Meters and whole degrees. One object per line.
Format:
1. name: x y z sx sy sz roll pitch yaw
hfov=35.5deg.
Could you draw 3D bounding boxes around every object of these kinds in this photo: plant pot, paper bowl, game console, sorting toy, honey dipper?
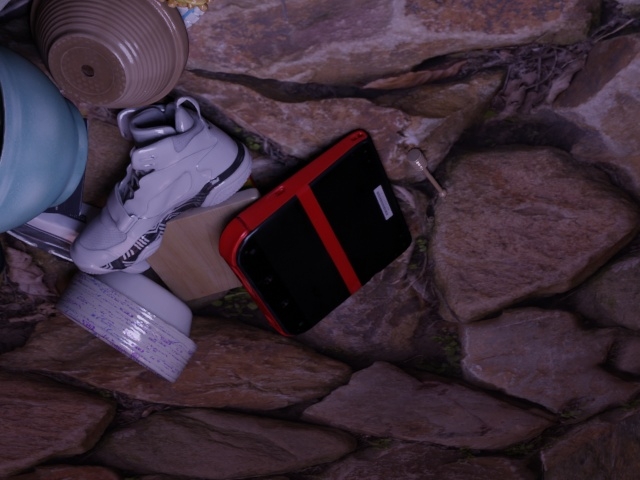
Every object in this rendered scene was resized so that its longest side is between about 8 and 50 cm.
1. plant pot: -0.463 -0.139 1.433 0.293 0.293 0.196 -33 159 29
2. paper bowl: -0.370 0.149 1.982 0.284 0.148 0.284 31 169 7
3. game console: 0.000 0.000 1.913 0.342 0.060 0.386 -40 145 -8
4. sorting toy: -0.202 -0.011 1.917 0.255 0.089 0.257 -16 145 9
5. plant pot: -0.318 -0.274 1.443 0.237 0.109 0.237 8 133 9
6. honey dipper: 0.207 -0.122 1.910 0.030 0.030 0.160 -22 145 17

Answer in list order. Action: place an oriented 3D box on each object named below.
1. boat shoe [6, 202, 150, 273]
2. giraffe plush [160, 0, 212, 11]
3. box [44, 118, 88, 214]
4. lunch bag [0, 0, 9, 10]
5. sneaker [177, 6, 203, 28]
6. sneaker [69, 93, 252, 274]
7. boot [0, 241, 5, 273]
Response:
1. boat shoe: -0.458 -0.004 1.854 0.301 0.108 0.102 26 132 -36
2. giraffe plush: -0.202 -0.377 1.296 0.170 0.181 0.210 31 143 -7
3. box: -0.477 -0.128 1.687 0.158 0.093 0.156 4 142 -17
4. lunch bag: -0.505 -0.356 1.215 0.287 0.169 0.235 -49 141 -8
5. sneaker: -0.243 -0.333 1.494 0.083 0.071 0.191 32 126 -26
6. sneaker: -0.311 -0.101 1.702 0.366 0.137 0.210 -33 138 5
7. boot: -0.572 -0.061 1.613 0.094 0.246 0.207 -28 -179 -33
